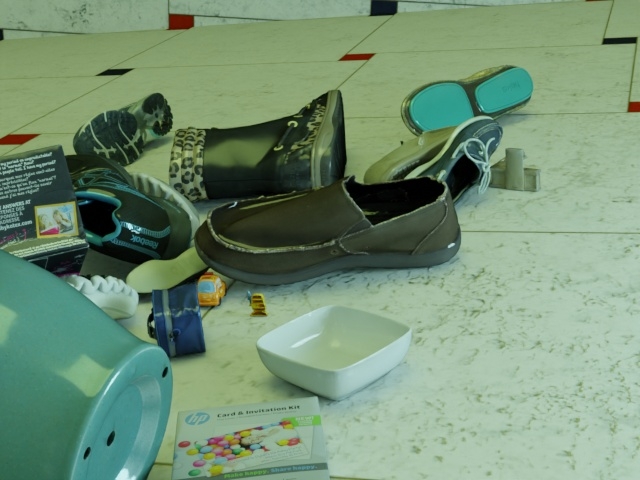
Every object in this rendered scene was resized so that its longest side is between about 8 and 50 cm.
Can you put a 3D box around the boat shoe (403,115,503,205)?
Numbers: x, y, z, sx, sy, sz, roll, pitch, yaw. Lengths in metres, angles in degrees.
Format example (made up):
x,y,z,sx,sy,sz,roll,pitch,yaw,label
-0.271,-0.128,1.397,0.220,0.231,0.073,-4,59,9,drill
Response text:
x,y,z,sx,sy,sz,roll,pitch,yaw,label
0.219,-0.113,1.739,0.079,0.095,0.254,15,39,39,boat shoe

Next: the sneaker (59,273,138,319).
x,y,z,sx,sy,sz,roll,pitch,yaw,label
-0.336,0.100,1.347,0.110,0.118,0.292,-10,-5,36,sneaker

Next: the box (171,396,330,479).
x,y,z,sx,sy,sz,roll,pitch,yaw,label
-0.065,0.213,1.053,0.145,0.038,0.186,-6,19,-2,box

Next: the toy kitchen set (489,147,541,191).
x,y,z,sx,sy,sz,roll,pitch,yaw,label
0.324,-0.125,1.812,0.083,0.068,0.075,8,25,33,toy kitchen set

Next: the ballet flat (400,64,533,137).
x,y,z,sx,sy,sz,roll,pitch,yaw,label
0.262,-0.253,2.139,0.348,0.123,0.123,-22,26,-36,ballet flat

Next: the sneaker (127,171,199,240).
x,y,z,sx,sy,sz,roll,pitch,yaw,label
-0.275,-0.064,1.762,0.281,0.105,0.115,24,16,39,sneaker

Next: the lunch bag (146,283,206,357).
x,y,z,sx,sy,sz,roll,pitch,yaw,label
-0.175,0.099,1.346,0.065,0.067,0.098,-8,22,-6,lunch bag

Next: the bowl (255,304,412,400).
x,y,z,sx,sy,sz,roll,pitch,yaw,label
0.017,0.126,1.241,0.142,0.053,0.142,14,29,43,bowl

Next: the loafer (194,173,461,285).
x,y,z,sx,sy,sz,roll,pitch,yaw,label
0.012,-0.036,1.503,0.365,0.130,0.134,-6,43,-10,loafer

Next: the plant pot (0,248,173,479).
x,y,z,sx,sy,sz,roll,pitch,yaw,label
-0.285,0.145,1.010,0.255,0.272,0.271,17,27,16,plant pot

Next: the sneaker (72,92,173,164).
x,y,z,sx,sy,sz,roll,pitch,yaw,label
-0.407,-0.204,2.217,0.122,0.110,0.283,-15,11,30,sneaker

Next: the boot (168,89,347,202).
x,y,z,sx,sy,sz,roll,pitch,yaw,label
-0.099,-0.162,1.945,0.284,0.138,0.377,-4,26,5,boot

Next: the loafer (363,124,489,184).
x,y,z,sx,sy,sz,roll,pitch,yaw,label
0.175,-0.132,1.825,0.268,0.102,0.092,-23,32,-37,loafer

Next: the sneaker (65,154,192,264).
x,y,z,sx,sy,sz,roll,pitch,yaw,label
-0.337,-0.059,1.637,0.340,0.125,0.139,21,4,40,sneaker

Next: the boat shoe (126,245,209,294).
x,y,z,sx,sy,sz,roll,pitch,yaw,label
-0.206,0.047,1.534,0.133,0.042,0.049,-23,68,-32,boat shoe

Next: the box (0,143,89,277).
x,y,z,sx,sy,sz,roll,pitch,yaw,label
-0.402,-0.007,1.433,0.163,0.142,0.247,-13,-12,-21,box

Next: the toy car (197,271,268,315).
x,y,z,sx,sy,sz,roll,pitch,yaw,label
-0.112,0.064,1.459,0.122,0.041,0.060,5,23,27,toy car
